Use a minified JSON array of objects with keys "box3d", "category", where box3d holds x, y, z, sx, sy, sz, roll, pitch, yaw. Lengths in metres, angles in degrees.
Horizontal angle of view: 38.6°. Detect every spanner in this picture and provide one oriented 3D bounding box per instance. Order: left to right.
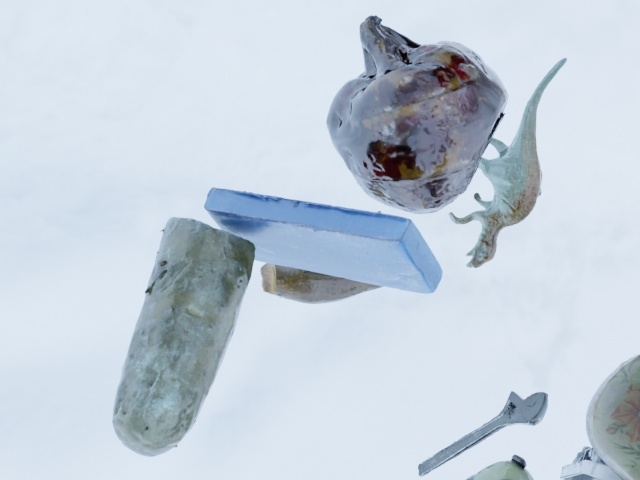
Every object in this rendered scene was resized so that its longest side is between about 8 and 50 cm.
[{"box3d":[0.323,0.390,1.837,0.026,0.325,0.093,36,27,-32],"category":"spanner"}]

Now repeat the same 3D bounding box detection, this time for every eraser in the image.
[{"box3d":[0.000,0.000,1.211,0.043,0.312,0.144,-65,146,-22],"category":"eraser"}]

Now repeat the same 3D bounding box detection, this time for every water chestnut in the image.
[{"box3d":[0.132,-0.178,1.342,0.289,0.244,0.289,-64,177,-7],"category":"water chestnut"}]

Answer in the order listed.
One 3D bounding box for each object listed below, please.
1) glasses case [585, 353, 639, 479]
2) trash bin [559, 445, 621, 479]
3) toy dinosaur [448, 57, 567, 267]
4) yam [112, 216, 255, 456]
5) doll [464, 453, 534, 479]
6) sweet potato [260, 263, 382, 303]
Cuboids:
[{"box3d":[0.479,0.301,1.003,0.156,0.425,0.098,-43,166,-6],"category":"glasses case"},{"box3d":[0.420,0.480,1.196,0.256,0.296,0.368,77,38,-73],"category":"trash bin"},{"box3d":[0.335,-0.149,1.649,0.393,0.205,0.092,-53,145,8],"category":"toy dinosaur"},{"box3d":[-0.175,0.109,1.148,0.133,0.133,0.330,50,45,-43],"category":"yam"},{"box3d":[0.321,0.517,1.774,0.143,0.234,0.135,13,48,-59],"category":"doll"},{"box3d":[0.024,0.065,1.444,0.077,0.243,0.077,0,90,-86],"category":"sweet potato"}]
